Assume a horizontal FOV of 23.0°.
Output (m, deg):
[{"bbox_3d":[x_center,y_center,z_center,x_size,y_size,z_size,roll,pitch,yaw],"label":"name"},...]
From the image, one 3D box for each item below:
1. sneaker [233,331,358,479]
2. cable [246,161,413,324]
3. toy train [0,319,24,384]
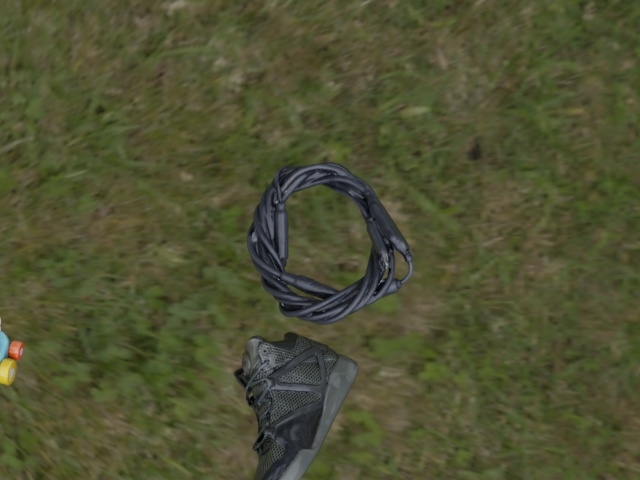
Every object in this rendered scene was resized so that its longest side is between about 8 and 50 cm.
[{"bbox_3d":[-0.054,0.192,1.740,0.130,0.087,0.227,32,53,-7],"label":"sneaker"},{"bbox_3d":[0.000,0.000,1.615,0.151,0.047,0.184,-32,66,-2],"label":"cable"},{"bbox_3d":[-0.371,0.118,1.511,0.166,0.046,0.125,-34,66,-14],"label":"toy train"}]
